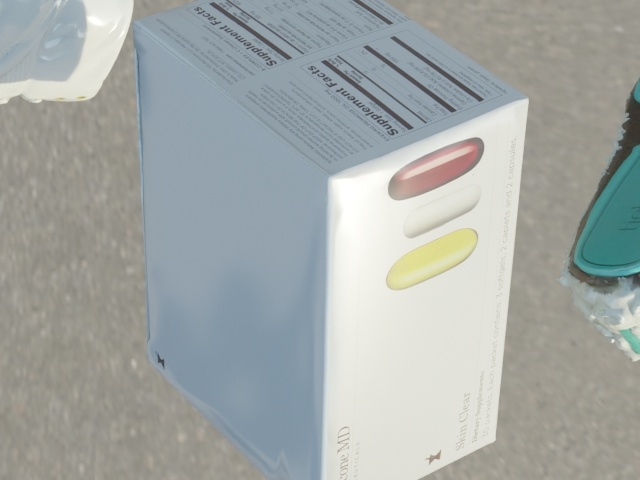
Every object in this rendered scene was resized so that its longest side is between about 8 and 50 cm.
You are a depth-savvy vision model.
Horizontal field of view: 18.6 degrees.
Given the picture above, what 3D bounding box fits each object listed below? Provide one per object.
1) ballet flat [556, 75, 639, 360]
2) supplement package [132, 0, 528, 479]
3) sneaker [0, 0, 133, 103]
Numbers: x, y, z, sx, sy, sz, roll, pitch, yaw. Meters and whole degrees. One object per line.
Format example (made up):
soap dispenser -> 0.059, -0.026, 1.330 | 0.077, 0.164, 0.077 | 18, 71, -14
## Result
ballet flat -> 0.311, -0.067, 1.592 | 0.147, 0.147, 0.409 | 43, 58, -17
supplement package -> 0.000, 0.000, 1.194 | 0.145, 0.204, 0.262 | -23, 132, -29
sneaker -> -0.252, -0.109, 1.410 | 0.169, 0.108, 0.292 | 5, 148, -42
